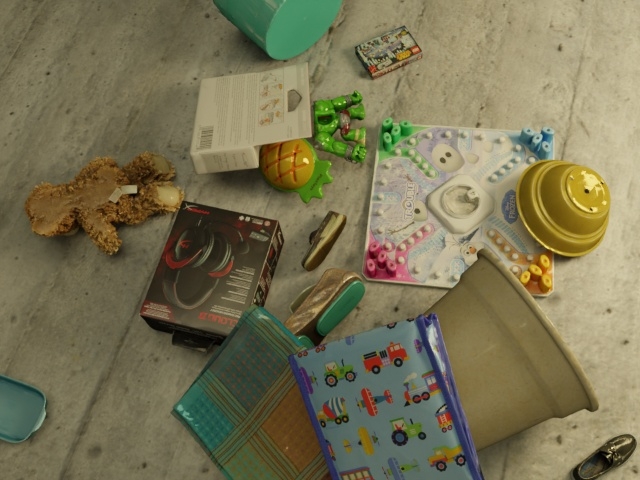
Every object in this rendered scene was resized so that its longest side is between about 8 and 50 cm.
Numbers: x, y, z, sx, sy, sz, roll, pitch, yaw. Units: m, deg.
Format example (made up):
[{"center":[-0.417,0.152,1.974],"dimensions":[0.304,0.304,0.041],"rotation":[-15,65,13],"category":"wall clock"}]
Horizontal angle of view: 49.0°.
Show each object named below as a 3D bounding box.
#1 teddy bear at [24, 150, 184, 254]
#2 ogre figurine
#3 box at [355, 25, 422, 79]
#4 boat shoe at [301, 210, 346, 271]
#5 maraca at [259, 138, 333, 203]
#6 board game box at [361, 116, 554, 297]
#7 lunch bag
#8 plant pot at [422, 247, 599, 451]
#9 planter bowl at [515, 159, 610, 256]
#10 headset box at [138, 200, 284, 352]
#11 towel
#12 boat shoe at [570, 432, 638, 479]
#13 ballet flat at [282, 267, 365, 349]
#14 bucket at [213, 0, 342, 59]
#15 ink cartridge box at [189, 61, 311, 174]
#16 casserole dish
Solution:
[{"center":[-0.471,-0.087,1.564],"dimensions":[0.338,0.113,0.245],"rotation":[-34,74,-18],"category":"teddy bear"},{"center":[0.041,-0.261,1.583],"dimensions":[0.118,0.097,0.196],"rotation":[3,77,-5],"category":"ogre figurine"},{"center":[0.164,-0.453,1.691],"dimensions":[0.137,0.027,0.094],"rotation":[-26,67,-6],"category":"box"},{"center":[0.000,0.000,1.495],"dimensions":[0.049,0.056,0.152],"rotation":[26,62,21],"category":"boat shoe"},{"center":[-0.057,-0.162,1.543],"dimensions":[0.186,0.099,0.127],"rotation":[36,105,17],"category":"maraca"},{"center":[0.301,-0.085,1.500],"dimensions":[0.390,0.050,0.389],"rotation":[5,67,8],"category":"board game box"},{"center":[0.109,0.283,1.083],"dimensions":[0.221,0.138,0.293],"rotation":[-19,80,16],"category":"lunch bag"},{"center":[0.254,0.235,1.238],"dimensions":[0.306,0.334,0.333],"rotation":[-34,67,2],"category":"plant pot"},{"center":[0.513,-0.084,1.415],"dimensions":[0.217,0.090,0.217],"rotation":[6,69,-16],"category":"planter bowl"},{"center":[-0.221,0.087,1.444],"dimensions":[0.218,0.110,0.293],"rotation":[13,68,10],"category":"headset box"},{"center":[-0.080,0.320,1.237],"dimensions":[0.370,0.040,0.271],"rotation":[40,95,30],"category":"towel"},{"center":[0.517,0.394,1.268],"dimensions":[0.142,0.040,0.049],"rotation":[-32,67,-8],"category":"boat shoe"},{"center":[-0.042,0.177,1.404],"dimensions":[0.106,0.107,0.316],"rotation":[30,66,38],"category":"ballet flat"},{"center":[-0.091,-0.576,1.648],"dimensions":[0.281,0.281,0.183],"rotation":[-40,74,-12],"category":"bucket"},{"center":[-0.148,-0.276,1.569],"dimensions":[0.261,0.066,0.296],"rotation":[-7,45,4],"category":"ink cartridge box"},{"center":[-0.633,0.338,1.416],"dimensions":[0.189,0.037,0.114],"rotation":[16,69,13],"category":"casserole dish"}]
